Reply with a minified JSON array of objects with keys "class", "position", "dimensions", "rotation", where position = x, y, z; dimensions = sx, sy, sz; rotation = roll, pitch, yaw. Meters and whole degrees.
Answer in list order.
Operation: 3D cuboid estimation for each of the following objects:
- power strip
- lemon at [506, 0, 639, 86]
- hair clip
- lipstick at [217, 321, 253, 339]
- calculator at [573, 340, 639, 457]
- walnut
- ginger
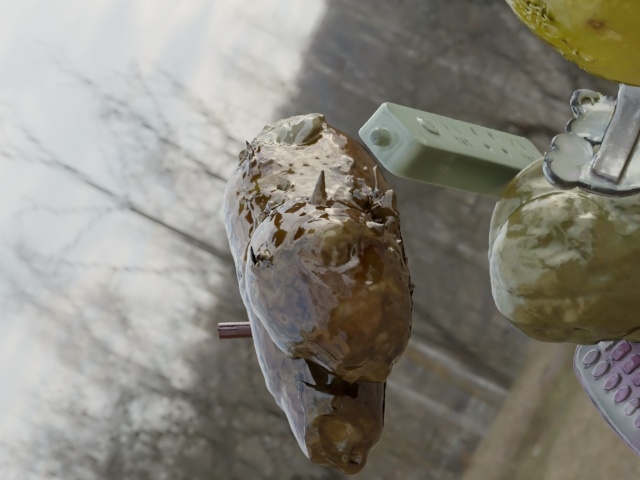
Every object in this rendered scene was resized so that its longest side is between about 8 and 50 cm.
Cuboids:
[{"class":"power strip","position":[0.182,-0.112,2.162],"dimensions":[0.062,0.091,0.385],"rotation":[-50,-31,22]},{"class":"lemon","position":[0.254,-0.254,1.297],"dimensions":[0.258,0.310,0.258],"rotation":[-40,6,5]},{"class":"hair clip","position":[0.296,-0.102,1.666],"dimensions":[0.049,0.116,0.172],"rotation":[92,-158,-56]},{"class":"lipstick","position":[-0.068,0.134,2.525],"dimensions":[0.027,0.176,0.027],"rotation":[-3,-90,-80]},{"class":"calculator","position":[0.476,0.197,2.283],"dimensions":[0.194,0.294,0.043],"rotation":[-45,-33,12]},{"class":"walnut","position":[0.349,0.007,2.099],"dimensions":[0.253,0.277,0.282],"rotation":[72,-166,-48]},{"class":"ginger","position":[0.000,0.000,1.622],"dimensions":[0.418,0.176,0.254],"rotation":[-99,9,-47]}]
